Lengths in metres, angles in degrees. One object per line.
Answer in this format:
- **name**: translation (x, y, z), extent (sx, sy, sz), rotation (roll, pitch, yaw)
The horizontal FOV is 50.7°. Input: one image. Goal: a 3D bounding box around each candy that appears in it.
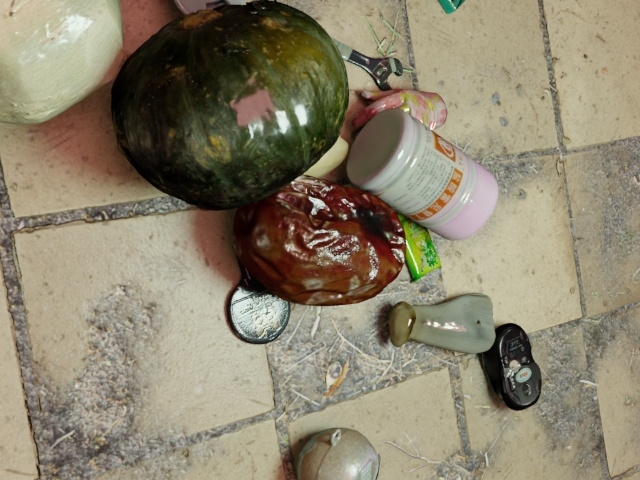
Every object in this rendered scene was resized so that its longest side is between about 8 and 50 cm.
- **candy**: translation (0.241, 0.010, 1.697), extent (0.102, 0.032, 0.178), rotation (-26, 100, -26)

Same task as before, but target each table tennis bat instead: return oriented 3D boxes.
- **table tennis bat**: translation (-0.147, 0.116, 1.492), extent (0.150, 0.027, 0.236), rotation (-21, 100, -27)

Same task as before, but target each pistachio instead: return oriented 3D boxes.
- **pistachio**: translation (-0.038, -0.197, 1.514), extent (0.201, 0.117, 0.145), rotation (-15, 133, -35)

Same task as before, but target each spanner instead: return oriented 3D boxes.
- **spanner**: translation (0.065, -0.445, 1.625), extent (0.316, 0.024, 0.087), rotation (17, 86, -27)

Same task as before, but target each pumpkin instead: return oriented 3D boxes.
- **pumpkin**: translation (-0.169, -0.261, 1.265), extent (0.454, 0.454, 0.344), rotation (-43, 123, -23)

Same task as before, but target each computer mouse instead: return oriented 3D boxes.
- **computer mouse**: translation (0.503, 0.334, 1.793), extent (0.137, 0.096, 0.233), rotation (-14, 91, -33)

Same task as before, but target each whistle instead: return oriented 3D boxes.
- **whistle**: translation (0.039, 0.555, 1.523), extent (0.189, 0.189, 0.347), rotation (-22, 120, -27)

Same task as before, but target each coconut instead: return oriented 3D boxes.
- **coconut**: translation (-0.501, -0.388, 1.145), extent (0.360, 0.346, 0.346), rotation (-37, 105, -18)

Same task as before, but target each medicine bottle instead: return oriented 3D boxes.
- **medicine bottle**: translation (0.238, -0.147, 1.566), extent (0.316, 0.202, 0.202), rotation (27, 76, -30)

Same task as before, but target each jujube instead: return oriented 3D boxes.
- **jujube**: translation (-0.001, 0.001, 1.437), extent (0.377, 0.276, 0.276), rotation (5, 86, -30)

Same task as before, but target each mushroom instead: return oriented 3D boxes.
- **mushroom**: translation (0.303, 0.203, 1.692), extent (0.329, 0.122, 0.159), rotation (7, 49, -29)

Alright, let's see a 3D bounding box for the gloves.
- **gloves**: translation (0.186, -0.304, 1.633), extent (0.241, 0.126, 0.145), rotation (-17, 101, -35)

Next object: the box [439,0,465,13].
- **box**: translation (0.323, -0.730, 1.760), extent (0.226, 0.042, 0.161), rotation (49, 69, -18)

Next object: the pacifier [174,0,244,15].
- **pacifier**: translation (-0.223, -0.580, 1.365), extent (0.238, 0.226, 0.287), rotation (-39, 108, -43)
